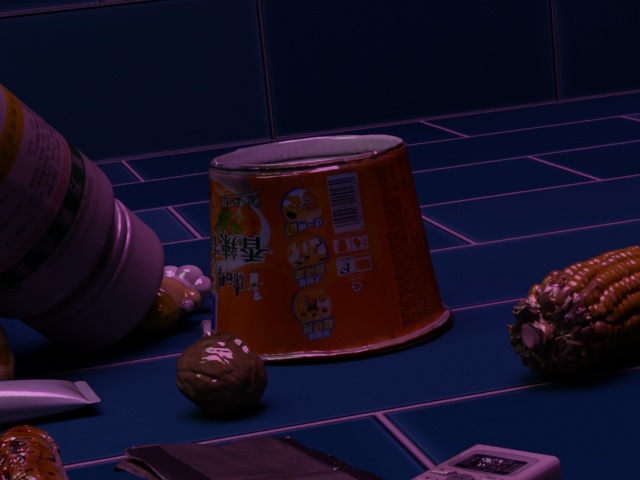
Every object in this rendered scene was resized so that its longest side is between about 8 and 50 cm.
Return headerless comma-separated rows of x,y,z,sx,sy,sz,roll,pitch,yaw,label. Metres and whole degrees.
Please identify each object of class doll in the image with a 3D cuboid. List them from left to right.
-0.190,0.072,1.981,0.106,0.062,0.162,2,13,16,doll

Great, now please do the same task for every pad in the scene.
-0.030,0.185,1.213,0.174,0.022,0.233,1,7,-34,pad

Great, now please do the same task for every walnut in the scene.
-0.098,0.132,1.595,0.092,0.092,0.092,-6,11,1,walnut

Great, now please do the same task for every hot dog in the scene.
-0.267,0.211,1.293,0.144,0.075,0.268,-6,14,-12,hot dog

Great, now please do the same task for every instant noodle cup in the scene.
0.000,0.000,1.851,0.296,0.214,0.296,-6,10,1,instant noodle cup

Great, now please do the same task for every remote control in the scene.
0.103,0.202,1.262,0.087,0.029,0.190,4,15,42,remote control

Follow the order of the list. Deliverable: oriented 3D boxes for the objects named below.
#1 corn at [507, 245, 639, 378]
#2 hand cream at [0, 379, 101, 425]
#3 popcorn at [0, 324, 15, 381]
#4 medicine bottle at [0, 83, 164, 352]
0.306,0.062,1.661,0.115,0.115,0.318,4,15,40,corn
-0.329,0.165,1.630,0.205,0.050,0.078,-6,11,-20,hand cream
-0.401,0.109,1.709,0.135,0.162,0.141,-42,-7,-32,popcorn
-0.342,-0.026,1.805,0.208,0.208,0.339,4,-28,41,medicine bottle
